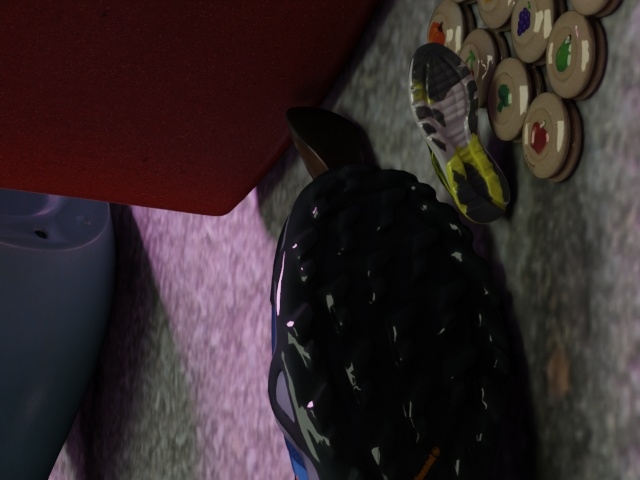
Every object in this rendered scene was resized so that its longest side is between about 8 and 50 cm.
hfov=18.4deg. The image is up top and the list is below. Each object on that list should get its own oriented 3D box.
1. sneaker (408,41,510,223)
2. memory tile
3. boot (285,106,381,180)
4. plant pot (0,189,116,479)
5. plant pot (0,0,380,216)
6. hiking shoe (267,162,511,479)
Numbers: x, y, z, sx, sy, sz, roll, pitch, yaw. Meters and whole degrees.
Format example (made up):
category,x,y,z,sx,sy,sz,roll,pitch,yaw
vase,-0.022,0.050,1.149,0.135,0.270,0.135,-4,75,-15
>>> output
category,x,y,z,sx,sy,sz,roll,pitch,yaw
sneaker,0.056,-0.047,0.876,0.035,0.031,0.083,-164,56,-78
memory tile,0.085,-0.102,0.861,0.148,0.012,0.113,-126,44,-55
boot,0.000,0.000,1.024,0.106,0.037,0.114,-122,36,-50
plant pot,-0.275,0.034,1.366,0.235,0.293,0.293,-57,36,26
plant pot,-0.105,-0.189,1.031,0.236,0.267,0.267,-30,60,49
hiking shoe,0.020,0.116,0.868,0.132,0.113,0.304,135,132,-57
